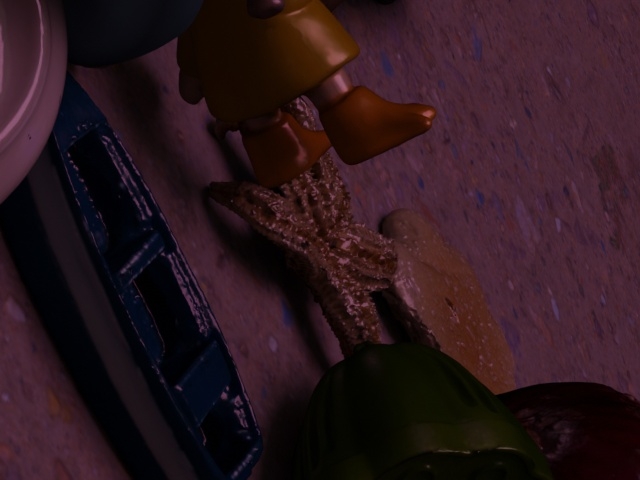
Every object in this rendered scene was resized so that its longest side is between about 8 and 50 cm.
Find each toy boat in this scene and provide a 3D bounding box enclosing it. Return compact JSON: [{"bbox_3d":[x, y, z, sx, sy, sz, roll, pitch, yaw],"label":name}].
[{"bbox_3d":[-0.126,0.019,1.100,0.299,0.061,0.096,65,26,-13],"label":"toy boat"}]

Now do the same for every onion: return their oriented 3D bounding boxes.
[{"bbox_3d":[0.196,0.223,1.391,0.216,0.207,0.206,58,0,-27],"label":"onion"}]

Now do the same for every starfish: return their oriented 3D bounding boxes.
[{"bbox_3d":[0.002,0.000,1.381,0.216,0.071,0.238,-17,94,-60],"label":"starfish"}]

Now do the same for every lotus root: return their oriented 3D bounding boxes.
[{"bbox_3d":[0.051,0.134,1.287,0.186,0.186,0.186,45,35,-43],"label":"lotus root"}]

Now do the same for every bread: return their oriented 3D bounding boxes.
[{"bbox_3d":[0.117,0.087,1.579,0.251,0.039,0.182,64,26,-12],"label":"bread"}]

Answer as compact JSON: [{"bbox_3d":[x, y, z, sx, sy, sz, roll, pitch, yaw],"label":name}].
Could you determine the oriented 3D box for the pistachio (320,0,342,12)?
[{"bbox_3d":[-0.045,-0.257,1.381,0.212,0.163,0.260,-36,131,-26],"label":"pistachio"}]

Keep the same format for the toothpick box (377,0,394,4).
[{"bbox_3d":[0.094,-0.310,1.649,0.316,0.229,0.229,-11,82,-67],"label":"toothpick box"}]

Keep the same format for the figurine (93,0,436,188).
[{"bbox_3d":[-0.066,-0.194,1.185,0.344,0.215,0.187,57,31,-18],"label":"figurine"}]

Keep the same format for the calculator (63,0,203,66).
[{"bbox_3d":[-0.152,-0.208,0.941,0.256,0.054,0.386,51,-17,-2],"label":"calculator"}]

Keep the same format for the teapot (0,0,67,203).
[{"bbox_3d":[-0.233,-0.113,0.893,0.208,0.166,0.300,-43,109,-20],"label":"teapot"}]
